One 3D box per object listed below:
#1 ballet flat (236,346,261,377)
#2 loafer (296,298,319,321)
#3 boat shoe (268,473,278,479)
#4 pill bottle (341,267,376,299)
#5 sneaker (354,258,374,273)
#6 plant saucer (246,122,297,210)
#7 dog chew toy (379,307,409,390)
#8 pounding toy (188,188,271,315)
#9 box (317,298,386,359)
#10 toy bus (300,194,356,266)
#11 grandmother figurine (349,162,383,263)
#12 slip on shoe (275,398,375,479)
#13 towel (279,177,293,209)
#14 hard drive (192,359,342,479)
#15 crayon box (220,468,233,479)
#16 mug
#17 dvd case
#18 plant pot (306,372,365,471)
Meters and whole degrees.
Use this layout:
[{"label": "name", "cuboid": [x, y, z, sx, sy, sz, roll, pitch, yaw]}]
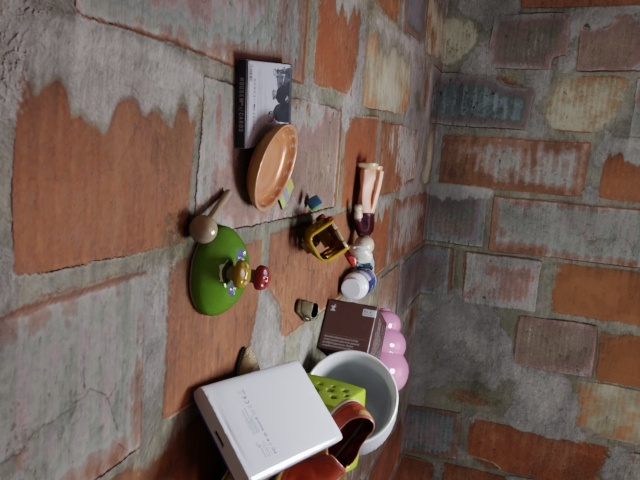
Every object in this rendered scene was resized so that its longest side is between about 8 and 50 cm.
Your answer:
[{"label": "ballet flat", "cuboid": [-0.160, 0.348, 1.423, 0.073, 0.067, 0.206, 20, 78, -69]}, {"label": "loafer", "cuboid": [-0.028, 0.204, 1.786, 0.148, 0.050, 0.056, 40, 59, -68]}, {"label": "boat shoe", "cuboid": [-0.109, 0.626, 1.483, 0.257, 0.095, 0.095, -25, 110, -64]}, {"label": "pill bottle", "cuboid": [0.129, 0.152, 2.161, 0.169, 0.094, 0.094, -20, 116, -69]}, {"label": "sneaker", "cuboid": [0.165, 0.079, 2.303, 0.191, 0.071, 0.083, 67, 28, -71]}, {"label": "plant saucer", "cuboid": [-0.109, -0.164, 1.374, 0.200, 0.037, 0.200, 22, 90, -76]}, {"label": "dog chew toy", "cuboid": [0.251, 0.436, 2.495, 0.206, 0.206, 0.332, 46, 45, -67]}, {"label": "pounding toy", "cuboid": [-0.166, 0.041, 1.223, 0.183, 0.110, 0.237, -52, 145, -57]}, {"label": "box", "cuboid": [0.109, 0.309, 2.047, 0.203, 0.168, 0.167, 56, 45, -63]}, {"label": "toy bus", "cuboid": [0.000, -0.003, 1.702, 0.104, 0.191, 0.202, -32, 145, -7]}, {"label": "grandmother figurine", "cuboid": [0.156, -0.092, 2.152, 0.208, 0.104, 0.342, 3, 92, -63]}, {"label": "slip on shoe", "cuboid": [0.006, 0.517, 1.455, 0.331, 0.101, 0.123, -47, 114, -18]}, {"label": "towel", "cuboid": [-0.087, -0.124, 1.551, 0.060, 0.009, 0.083, 73, 31, -52]}, {"label": "hard drive", "cuboid": [-0.103, 0.376, 1.323, 0.040, 0.210, 0.318, -44, 157, 26]}, {"label": "crayon box", "cuboid": [-0.144, 0.494, 1.385, 0.202, 0.081, 0.318, -58, 171, 25]}, {"label": "mug", "cuboid": [0.070, 0.559, 1.909, 0.374, 0.276, 0.328, -55, 161, -23]}, {"label": "dvd case", "cuboid": [-0.119, -0.298, 1.361, 0.238, 0.029, 0.179, -31, 126, -66]}, {"label": "plant pot", "cuboid": [-0.029, 0.492, 1.638, 0.207, 0.228, 0.227, -3, 100, -65]}]
